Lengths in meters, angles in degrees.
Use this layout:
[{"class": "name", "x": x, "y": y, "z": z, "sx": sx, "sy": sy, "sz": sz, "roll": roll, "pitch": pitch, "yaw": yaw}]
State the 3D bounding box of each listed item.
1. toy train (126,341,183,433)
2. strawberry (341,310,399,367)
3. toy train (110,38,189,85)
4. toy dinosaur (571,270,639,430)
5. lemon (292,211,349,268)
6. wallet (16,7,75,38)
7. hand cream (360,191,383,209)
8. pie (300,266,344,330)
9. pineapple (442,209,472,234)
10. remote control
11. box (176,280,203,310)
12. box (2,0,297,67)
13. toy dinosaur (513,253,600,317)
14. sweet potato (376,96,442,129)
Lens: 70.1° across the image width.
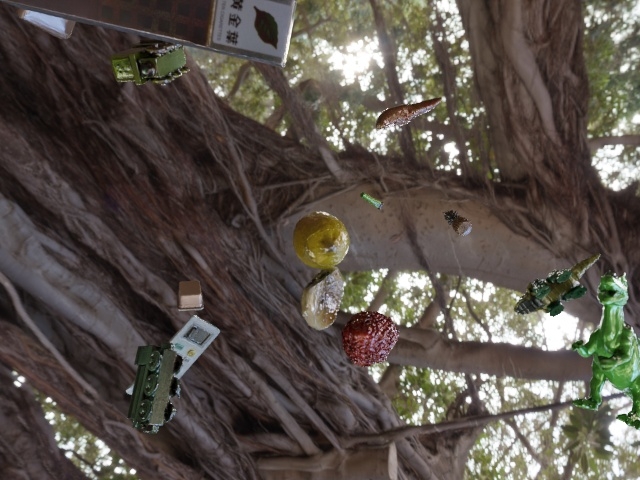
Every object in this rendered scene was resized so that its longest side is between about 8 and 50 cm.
[{"class": "toy train", "x": -0.329, "y": 0.287, "z": 0.901, "sx": 0.111, "sy": 0.071, "sz": 0.170, "roll": -15, "pitch": -119, "yaw": 40}, {"class": "strawberry", "x": 0.153, "y": 0.306, "z": 1.451, "sx": 0.187, "sy": 0.201, "sz": 0.184, "roll": -5, "pitch": -111, "yaw": 14}, {"class": "toy train", "x": -0.404, "y": -0.427, "z": 1.087, "sx": 0.137, "sy": 0.090, "sz": 0.225, "roll": 1, "pitch": -150, "yaw": 5}, {"class": "toy dinosaur", "x": 0.787, "y": 0.265, "z": 1.168, "sx": 0.500, "sy": 0.374, "sz": 0.144, "roll": 4, "pitch": -178, "yaw": -40}, {"class": "lemon", "x": -0.002, "y": -0.002, "z": 1.414, "sx": 0.181, "sy": 0.180, "sz": 0.193, "roll": -37, "pitch": -127, "yaw": -14}, {"class": "wallet", "x": -0.571, "y": -0.525, "z": 0.982, "sx": 0.039, "sy": 0.118, "sz": 0.152, "roll": 31, "pitch": -82, "yaw": 32}, {"class": "hand cream", "x": 0.213, "y": -0.164, "z": 1.883, "sx": 0.036, "sy": 0.122, "sz": 0.023, "roll": -61, "pitch": -145, "yaw": 4}, {"class": "pie", "x": 0.011, "y": 0.184, "z": 1.416, "sx": 0.052, "sy": 0.185, "sz": 0.218, "roll": 7, "pitch": -154, "yaw": 28}, {"class": "pineapple", "x": 0.429, "y": -0.059, "z": 1.445, "sx": 0.058, "sy": 0.058, "sz": 0.124, "roll": -25, "pitch": -157, "yaw": 0}, {"class": "remote control", "x": -0.420, "y": 0.337, "z": 1.297, "sx": 0.293, "sy": 0.103, "sz": 0.051, "roll": -47, "pitch": -145, "yaw": 2}, {"class": "box", "x": -0.460, "y": 0.192, "z": 1.607, "sx": 0.089, "sy": 0.062, "sz": 0.122, "roll": -1, "pitch": -158, "yaw": -18}, {"class": "box", "x": -0.181, "y": -0.317, "z": 0.499, "sx": 0.325, "sy": 0.180, "sz": 0.047, "roll": 13, "pitch": -167, "yaw": -1}, {"class": "toy dinosaur", "x": 0.614, "y": 0.113, "z": 1.161, "sx": 0.259, "sy": 0.094, "sz": 0.153, "roll": -38, "pitch": 174, "yaw": 8}, {"class": "sweet potato", "x": 0.241, "y": -0.367, "z": 1.322, "sx": 0.255, "sy": 0.058, "sz": 0.078, "roll": -26, "pitch": -175, "yaw": -28}]
